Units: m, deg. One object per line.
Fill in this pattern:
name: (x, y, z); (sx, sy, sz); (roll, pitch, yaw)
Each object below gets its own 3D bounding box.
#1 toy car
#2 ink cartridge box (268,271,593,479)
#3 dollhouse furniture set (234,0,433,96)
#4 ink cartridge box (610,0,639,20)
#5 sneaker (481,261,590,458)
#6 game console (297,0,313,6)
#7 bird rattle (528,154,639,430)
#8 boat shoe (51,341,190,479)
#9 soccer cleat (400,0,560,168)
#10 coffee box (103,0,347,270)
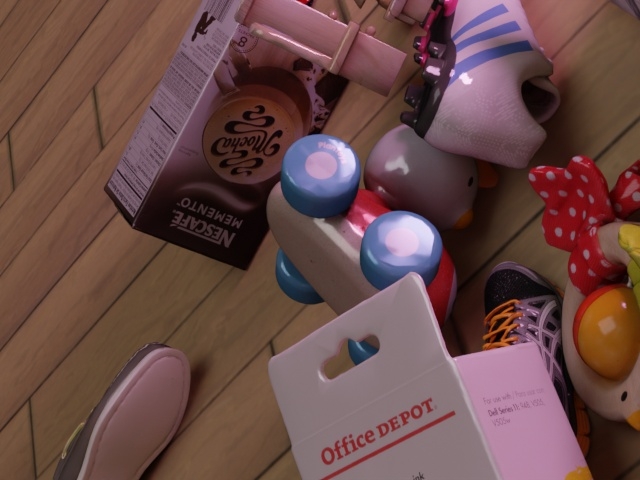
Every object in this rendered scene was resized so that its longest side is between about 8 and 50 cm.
toy car: (0.092, -0.028, 1.432); (0.238, 0.219, 0.210); (-38, 69, -21)
ink cartridge box: (0.109, 0.218, 1.184); (0.207, 0.119, 0.353); (-33, 70, 40)
dollhouse furniture set: (0.065, -0.346, 1.499); (0.303, 0.174, 0.355); (-79, 14, -80)
ink cartridge box: (0.319, -0.290, 1.234); (0.207, 0.117, 0.283); (-40, 37, 0)
sneaker: (0.176, 0.102, 1.298); (0.084, 0.083, 0.215); (-43, 40, 34)
game console: (-0.070, -0.281, 1.912); (0.124, 0.085, 0.144); (-32, 39, -2)
bird rattle: (0.242, 0.042, 1.210); (0.253, 0.143, 0.207); (30, 113, 59)
boat shoe: (-0.254, 0.248, 1.787); (0.091, 0.109, 0.305); (41, 109, 50)
soccer cleat: (0.168, -0.179, 1.458); (0.331, 0.143, 0.116); (-74, 8, -51)
coffee box: (-0.106, -0.136, 1.744); (0.297, 0.168, 0.119); (-61, 34, 11)
